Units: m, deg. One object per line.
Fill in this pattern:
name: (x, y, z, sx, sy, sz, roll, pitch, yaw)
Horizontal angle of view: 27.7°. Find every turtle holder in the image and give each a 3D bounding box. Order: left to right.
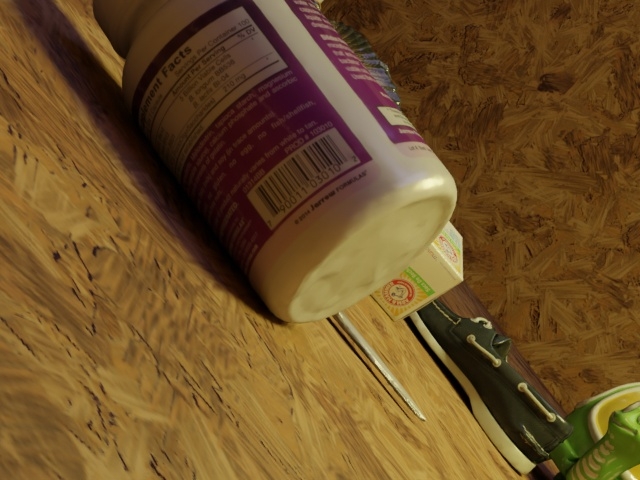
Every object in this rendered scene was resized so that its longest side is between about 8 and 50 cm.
turtle holder: (0.413, 0.288, 1.726, 0.320, 0.227, 0.243, 47, 8, -33)

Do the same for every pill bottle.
pill bottle: (-0.046, -0.099, 0.996, 0.301, 0.169, 0.169, 54, 7, 19)

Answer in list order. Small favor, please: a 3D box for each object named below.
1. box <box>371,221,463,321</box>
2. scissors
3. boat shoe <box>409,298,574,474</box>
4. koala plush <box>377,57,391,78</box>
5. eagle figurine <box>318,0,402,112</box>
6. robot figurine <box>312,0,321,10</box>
box: (0.073, -0.021, 1.559, 0.203, 0.103, 0.114, 49, 22, -19)
scissors: (-0.001, 0.040, 1.176, 0.297, 0.021, 0.109, 48, 5, -16)
boat shoe: (0.209, 0.156, 1.656, 0.302, 0.091, 0.114, 55, 7, 29)
koala plush: (0.028, -0.226, 2.143, 0.221, 0.196, 0.203, 48, 16, -59)
eagle figurine: (-0.037, -0.234, 1.746, 0.298, 0.226, 0.225, 51, -16, 46)
robot figurine: (-0.126, -0.361, 1.625, 0.291, 0.085, 0.211, 28, 52, 1)
